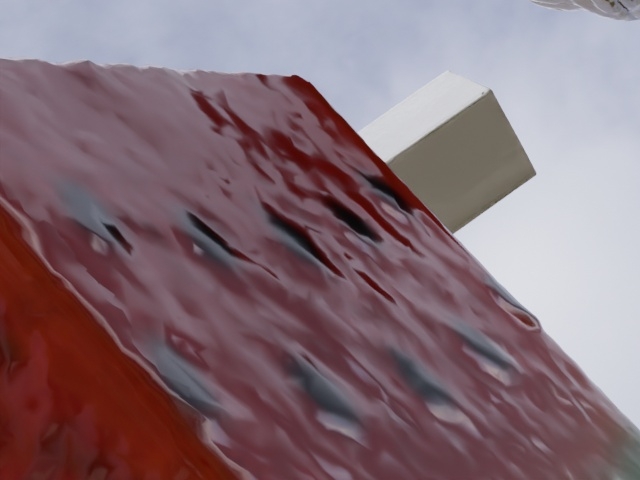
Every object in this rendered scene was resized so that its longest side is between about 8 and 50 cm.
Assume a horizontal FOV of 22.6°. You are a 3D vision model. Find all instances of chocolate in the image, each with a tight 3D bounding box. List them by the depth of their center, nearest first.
[{"bbox_3d":[-0.029,0.088,0.586,0.341,0.161,0.360,47,-159,16],"label":"chocolate"}]

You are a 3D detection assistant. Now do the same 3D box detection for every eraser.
[{"bbox_3d":[0.001,0.000,1.098,0.298,0.078,0.076,-35,-66,-8],"label":"eraser"}]

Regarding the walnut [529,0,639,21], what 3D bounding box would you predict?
[{"bbox_3d":[0.247,-0.338,1.324,0.277,0.252,0.313,-9,-72,0],"label":"walnut"}]
